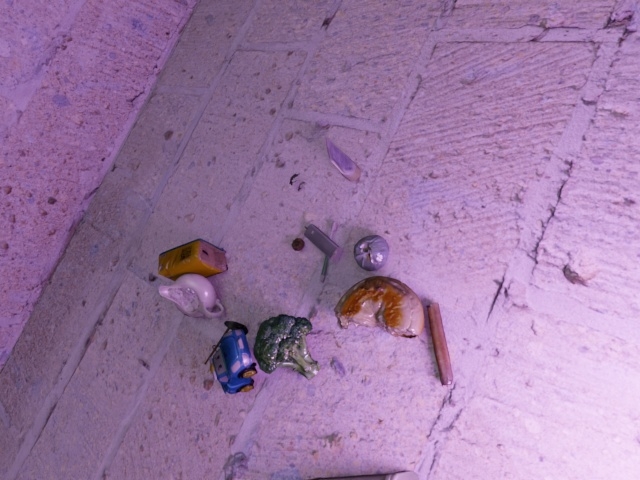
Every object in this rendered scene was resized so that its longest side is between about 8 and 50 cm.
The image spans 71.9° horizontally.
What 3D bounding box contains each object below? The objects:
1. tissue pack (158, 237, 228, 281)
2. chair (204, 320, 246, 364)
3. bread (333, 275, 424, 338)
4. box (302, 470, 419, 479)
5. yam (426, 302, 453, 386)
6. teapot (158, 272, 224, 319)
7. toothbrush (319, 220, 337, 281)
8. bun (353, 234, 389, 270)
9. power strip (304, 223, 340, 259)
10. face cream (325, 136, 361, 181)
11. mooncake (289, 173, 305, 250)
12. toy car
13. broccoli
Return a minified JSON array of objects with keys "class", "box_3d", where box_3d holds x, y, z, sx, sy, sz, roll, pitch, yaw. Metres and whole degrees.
[{"class":"tissue pack","box_3d":[-0.600,0.107,2.075,0.271,0.192,0.133,-20,59,27]},{"class":"chair","box_3d":[-0.404,0.429,1.872,0.221,0.104,0.095,-59,34,2]},{"class":"bread","box_3d":[0.206,0.220,1.498,0.314,0.171,0.191,-1,66,32]},{"class":"box","box_3d":[0.119,0.870,1.279,0.344,0.177,0.351,-18,62,28]},{"class":"yam","box_3d":[0.382,0.330,1.413,0.046,0.046,0.263,-19,62,27]},{"class":"teapot","box_3d":[-0.562,0.259,1.990,0.300,0.166,0.208,24,101,20]},{"class":"toothbrush","box_3d":[0.032,0.044,1.785,0.018,0.024,0.256,-6,66,54]},{"class":"bun","box_3d":[0.185,0.042,1.643,0.141,0.083,0.140,-12,65,27]},{"class":"power strip","box_3d":[0.000,0.000,1.801,0.060,0.027,0.253,-58,42,10]},{"class":"face cream","box_3d":[0.081,-0.317,1.775,0.070,0.224,0.114,-23,60,25]},{"class":"mooncake","box_3d":[-0.096,-0.122,1.927,0.151,0.057,0.346,-24,64,9]},{"class":"toy car","box_3d":[-0.342,0.469,1.703,0.166,0.314,0.198,-11,56,-21]},{"class":"broccoli","box_3d":[-0.112,0.389,1.619,0.270,0.270,0.270,44,99,1]}]
